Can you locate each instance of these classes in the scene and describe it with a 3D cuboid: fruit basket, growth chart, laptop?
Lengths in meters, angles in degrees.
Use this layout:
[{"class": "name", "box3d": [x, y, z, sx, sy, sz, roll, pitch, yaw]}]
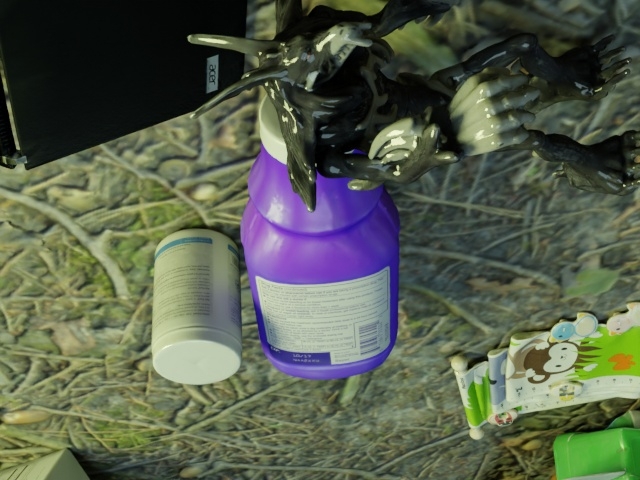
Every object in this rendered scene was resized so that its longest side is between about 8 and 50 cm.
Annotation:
[{"class": "fruit basket", "box3d": [0.353, 0.309, 1.213, 0.327, 0.165, 0.353, 5, 158, -11]}, {"class": "growth chart", "box3d": [0.244, 0.127, 1.030, 0.237, 0.021, 0.172, -14, 138, 13]}, {"class": "laptop", "box3d": [-0.188, -0.169, 0.605, 0.264, 0.136, 0.234, 21, 143, 10]}]

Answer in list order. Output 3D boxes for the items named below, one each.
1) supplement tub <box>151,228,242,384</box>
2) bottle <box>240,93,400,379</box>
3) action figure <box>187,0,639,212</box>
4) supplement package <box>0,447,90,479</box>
[{"class": "supplement tub", "box3d": [-0.097, 0.051, 0.827, 0.071, 0.107, 0.071, -2, 143, -2]}, {"class": "bottle", "box3d": [0.000, 0.000, 0.781, 0.118, 0.092, 0.283, -5, 143, 1]}, {"class": "action figure", "box3d": [0.070, -0.099, 0.610, 0.275, 0.164, 0.141, 4, 154, -27]}, {"class": "supplement package", "box3d": [-0.358, 0.389, 1.125, 0.262, 0.198, 0.199, -22, 109, 22]}]
